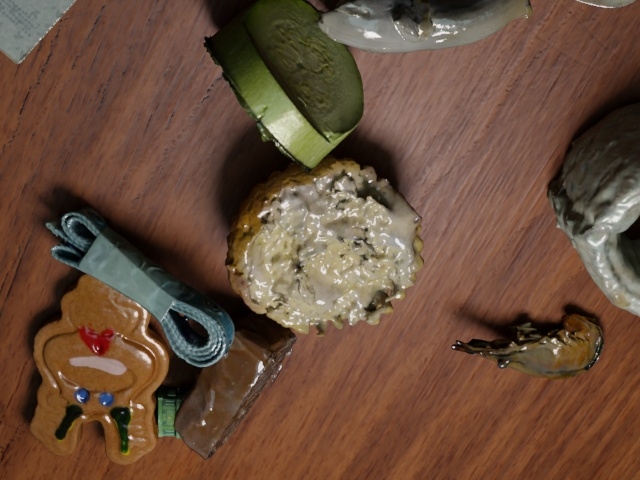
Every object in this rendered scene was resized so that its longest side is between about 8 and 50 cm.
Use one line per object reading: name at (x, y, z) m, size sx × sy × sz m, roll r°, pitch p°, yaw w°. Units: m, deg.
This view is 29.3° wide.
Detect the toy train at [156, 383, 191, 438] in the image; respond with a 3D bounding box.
toy train at (-0.224, 0.263, 1.885) m, size 0.056 × 0.038 × 0.093 m, roll 4°, pitch 120°, yaw 0°

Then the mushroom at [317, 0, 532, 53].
mushroom at (0.134, -0.289, 1.564) m, size 0.278 × 0.096 × 0.099 m, roll -3°, pitch 165°, yaw -5°

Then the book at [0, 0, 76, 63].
book at (-0.341, -0.392, 1.455) m, size 0.217 × 0.021 × 0.310 m, roll 41°, pitch 96°, yaw -24°

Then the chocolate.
chocolate at (-0.132, 0.209, 1.799) m, size 0.093 × 0.148 × 0.214 m, roll 38°, pitch 110°, yaw 9°

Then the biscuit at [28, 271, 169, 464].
biscuit at (-0.327, 0.191, 1.810) m, size 0.202 × 0.047 × 0.334 m, roll 11°, pitch 115°, yaw -1°

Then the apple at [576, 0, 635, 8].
apple at (0.365, -0.459, 1.374) m, size 0.329 × 0.295 × 0.365 m, roll -46°, pitch 115°, yaw -11°

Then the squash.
squash at (-0.038, -0.197, 1.524) m, size 0.133 × 0.220 × 0.220 m, roll -34°, pitch 118°, yaw 16°

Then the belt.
belt at (-0.249, 0.064, 1.685) m, size 0.302 × 0.072 × 0.087 m, roll 37°, pitch 106°, yaw 3°

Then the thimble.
thimble at (0.468, -0.038, 1.678) m, size 0.291 × 0.195 × 0.291 m, roll -3°, pitch 120°, yaw -5°

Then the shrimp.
shrimp at (0.312, 0.144, 1.848) m, size 0.262 × 0.066 × 0.117 m, roll 15°, pitch 104°, yaw -29°

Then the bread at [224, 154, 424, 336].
bread at (0.000, 0.000, 1.686) m, size 0.274 × 0.149 × 0.274 m, roll -4°, pitch 118°, yaw -9°
